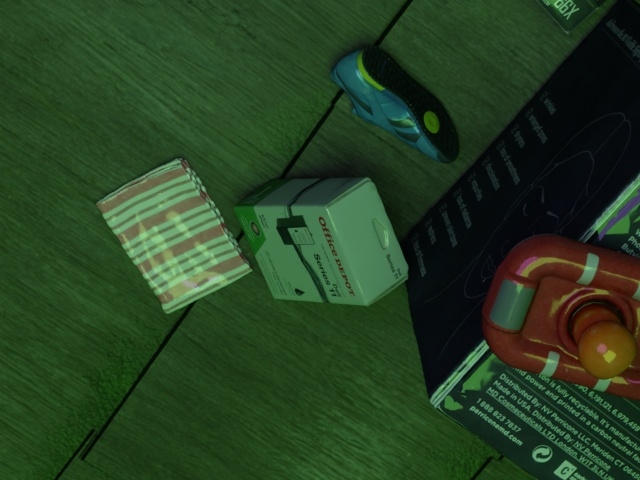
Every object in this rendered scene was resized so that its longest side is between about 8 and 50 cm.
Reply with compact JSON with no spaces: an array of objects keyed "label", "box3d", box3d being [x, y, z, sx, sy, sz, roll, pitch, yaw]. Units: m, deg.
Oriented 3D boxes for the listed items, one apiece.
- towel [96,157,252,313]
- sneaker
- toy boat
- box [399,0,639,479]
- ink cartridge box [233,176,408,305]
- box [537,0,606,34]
[{"label":"towel","box3d":[-0.203,-0.003,2.019,0.144,0.029,0.197,-27,108,10]},{"label":"sneaker","box3d":[0.100,-0.175,1.948,0.209,0.069,0.082,42,138,-23]},{"label":"toy boat","box3d":[0.285,0.094,1.480,0.231,0.151,0.151,15,110,-6]},{"label":"box","box3d":[0.366,0.006,1.786,0.297,0.480,0.472,35,107,-14]},{"label":"ink cartridge box","box3d":[0.000,0.000,1.926,0.087,0.208,0.153,-35,111,-33]},{"label":"box","box3d":[0.300,-0.453,1.832,0.242,0.076,0.307,-43,104,14]}]
